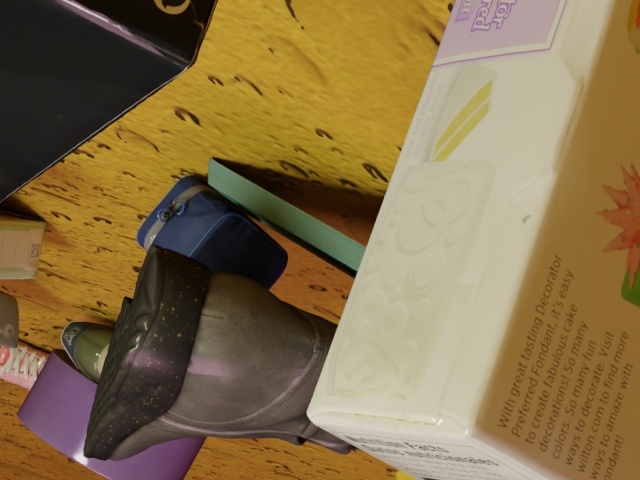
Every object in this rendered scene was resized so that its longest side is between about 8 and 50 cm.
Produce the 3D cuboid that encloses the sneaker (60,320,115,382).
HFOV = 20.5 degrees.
[{"bbox_3d":[-0.187,0.124,1.765,0.086,0.064,0.192,27,174,31],"label":"sneaker"}]

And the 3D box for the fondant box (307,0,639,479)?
[{"bbox_3d":[0.175,0.028,0.741,0.330,0.238,0.096,31,161,-35],"label":"fondant box"}]

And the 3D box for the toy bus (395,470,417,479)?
[{"bbox_3d":[0.123,0.153,1.242,0.220,0.211,0.149,10,163,32],"label":"toy bus"}]

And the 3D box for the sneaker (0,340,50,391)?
[{"bbox_3d":[-0.322,0.143,1.971,0.134,0.051,0.070,16,169,24],"label":"sneaker"}]

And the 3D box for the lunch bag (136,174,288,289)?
[{"bbox_3d":[-0.079,0.002,1.215,0.065,0.067,0.098,41,180,41],"label":"lunch bag"}]

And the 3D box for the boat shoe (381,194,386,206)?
[{"bbox_3d":[0.086,0.001,1.036,0.084,0.079,0.233,23,165,-17],"label":"boat shoe"}]

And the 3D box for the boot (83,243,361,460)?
[{"bbox_3d":[-0.032,0.107,1.169,0.222,0.118,0.338,15,167,-9],"label":"boot"}]

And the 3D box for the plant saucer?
[{"bbox_3d":[0.000,0.000,1.122,0.192,0.018,0.067,29,174,43],"label":"plant saucer"}]

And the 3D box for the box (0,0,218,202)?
[{"bbox_3d":[-0.099,-0.132,0.635,0.103,0.184,0.261,27,162,-17],"label":"box"}]

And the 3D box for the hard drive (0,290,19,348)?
[{"bbox_3d":[-0.402,0.028,1.593,0.172,0.054,0.254,22,179,41],"label":"hard drive"}]

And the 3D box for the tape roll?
[{"bbox_3d":[-0.219,0.193,1.872,0.189,0.080,0.189,30,180,0],"label":"tape roll"}]

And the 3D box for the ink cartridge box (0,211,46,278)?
[{"bbox_3d":[-0.349,-0.007,1.383,0.171,0.056,0.235,13,-177,22],"label":"ink cartridge box"}]
